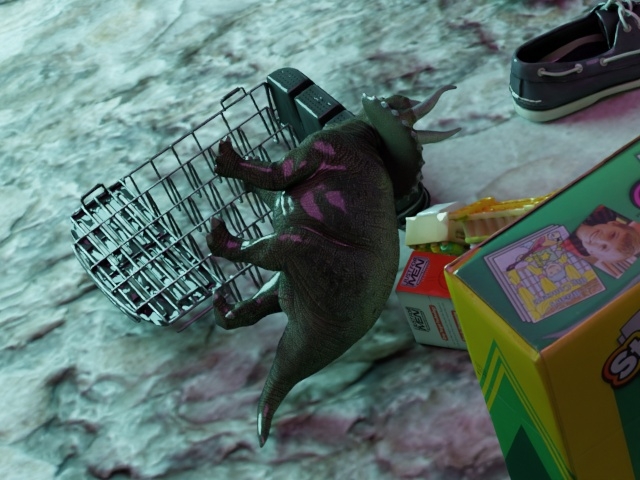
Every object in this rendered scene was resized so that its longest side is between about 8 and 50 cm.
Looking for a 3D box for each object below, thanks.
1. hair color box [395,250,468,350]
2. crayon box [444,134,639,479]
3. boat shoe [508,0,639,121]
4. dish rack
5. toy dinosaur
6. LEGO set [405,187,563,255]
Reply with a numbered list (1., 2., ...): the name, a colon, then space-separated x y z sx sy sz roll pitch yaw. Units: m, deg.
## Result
1. hair color box: 0.135 0.052 1.448 0.141 0.072 0.043 7 54 26
2. crayon box: 0.279 0.046 1.222 0.363 0.313 0.106 -34 45 -13
3. boat shoe: 0.255 -0.172 1.629 0.206 0.065 0.075 -26 43 -5
4. dish rack: -0.070 -0.028 1.611 0.271 0.074 0.208 -35 44 -12
5. toy dinosaur: 0.000 0.000 1.461 0.160 0.121 0.314 5 68 16
6. LEGO set: 0.206 0.005 1.475 0.287 0.107 0.132 -14 9 14
